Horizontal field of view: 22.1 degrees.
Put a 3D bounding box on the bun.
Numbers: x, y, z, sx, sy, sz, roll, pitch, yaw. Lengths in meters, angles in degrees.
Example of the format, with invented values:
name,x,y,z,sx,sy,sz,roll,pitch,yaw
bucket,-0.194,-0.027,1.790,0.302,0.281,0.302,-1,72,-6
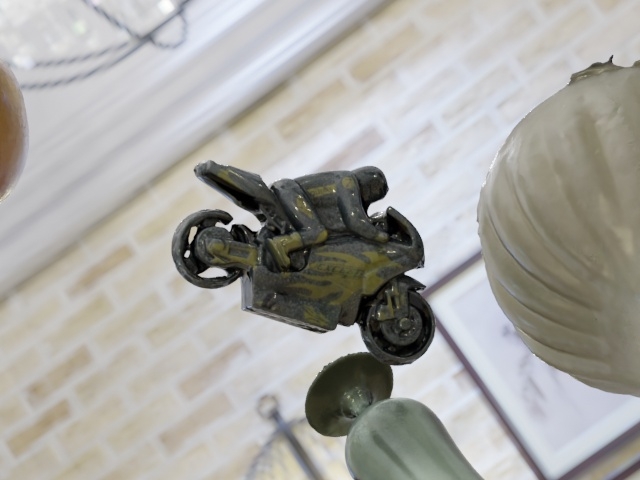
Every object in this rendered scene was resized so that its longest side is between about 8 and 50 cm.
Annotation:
name,x,y,z,sx,sy,sz,roll,pitch,yaw
bun,0.238,0.023,1.127,0.263,0.263,0.175,-43,27,31

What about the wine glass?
name,x,y,z,sx,sy,sz,roll,pitch,yaw
wine glass,0.079,0.206,1.556,0.103,0.231,0.103,-15,-56,-23

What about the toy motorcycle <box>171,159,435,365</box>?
name,x,y,z,sx,sy,sz,roll,pitch,yaw
toy motorcycle,0.000,0.000,1.097,0.061,0.193,0.124,153,138,-72

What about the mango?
name,x,y,z,sx,sy,sz,roll,pitch,yaw
mango,-0.304,-0.099,1.385,0.112,0.144,0.219,-1,-14,-9
